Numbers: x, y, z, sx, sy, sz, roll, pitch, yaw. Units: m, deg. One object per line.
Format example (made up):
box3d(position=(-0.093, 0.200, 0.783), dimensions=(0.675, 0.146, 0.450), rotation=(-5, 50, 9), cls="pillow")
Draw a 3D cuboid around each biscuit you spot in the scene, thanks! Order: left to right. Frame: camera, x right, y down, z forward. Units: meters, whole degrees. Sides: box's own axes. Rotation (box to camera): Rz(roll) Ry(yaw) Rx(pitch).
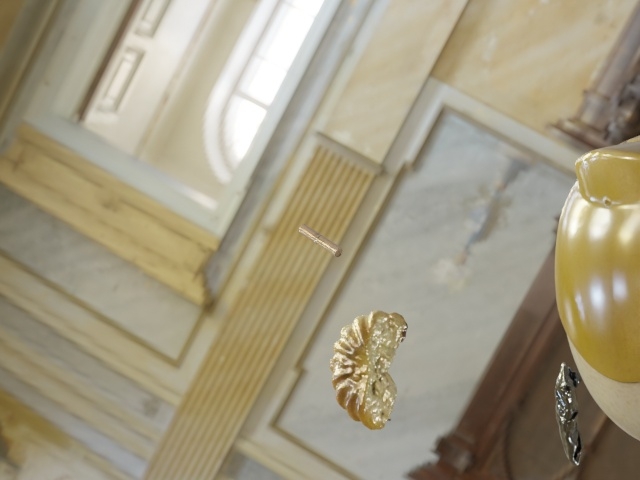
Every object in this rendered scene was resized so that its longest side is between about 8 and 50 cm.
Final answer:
box3d(position=(0.063, 0.196, 1.968), dimensions=(0.118, 0.183, 0.061), rotation=(5, 179, 29), cls="biscuit")

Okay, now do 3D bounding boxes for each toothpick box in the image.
box3d(position=(0.529, 0.041, 1.760), dimensions=(0.409, 0.425, 0.409), rotation=(-13, -170, 2), cls="toothpick box")

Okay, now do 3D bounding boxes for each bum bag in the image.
box3d(position=(0.440, 0.301, 2.252), dimensions=(0.049, 0.197, 0.087), rotation=(-7, -152, 4), cls="bum bag")

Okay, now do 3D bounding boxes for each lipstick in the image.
box3d(position=(0.000, 0.000, 2.146), dimensions=(0.094, 0.019, 0.019), rotation=(33, -171, 38), cls="lipstick")
